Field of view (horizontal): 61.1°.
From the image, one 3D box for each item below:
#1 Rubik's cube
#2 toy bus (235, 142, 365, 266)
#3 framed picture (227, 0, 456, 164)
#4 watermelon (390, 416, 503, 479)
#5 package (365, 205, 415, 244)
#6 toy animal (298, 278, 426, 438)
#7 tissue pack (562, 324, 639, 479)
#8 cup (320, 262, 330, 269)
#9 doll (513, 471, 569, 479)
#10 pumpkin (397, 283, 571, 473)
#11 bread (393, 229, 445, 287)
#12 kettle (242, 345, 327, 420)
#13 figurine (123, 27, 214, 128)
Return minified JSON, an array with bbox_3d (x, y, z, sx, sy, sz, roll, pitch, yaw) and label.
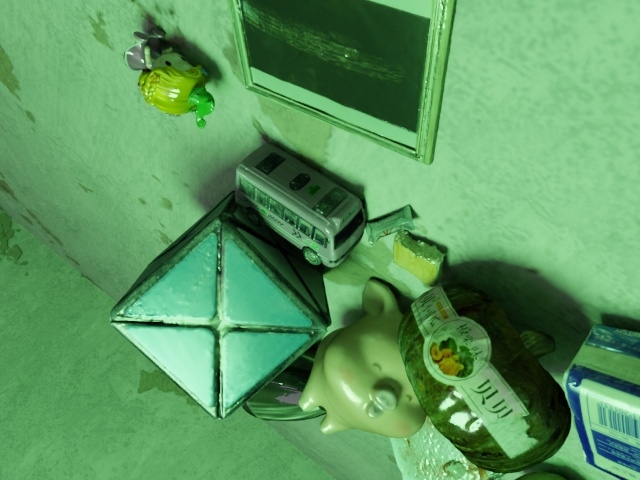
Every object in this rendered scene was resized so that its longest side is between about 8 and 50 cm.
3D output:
[{"bbox_3d":[-0.156,0.093,0.922,0.259,0.260,0.255,45,-173,-14],"label":"Rubik's cube"},{"bbox_3d":[-0.030,-0.056,0.810,0.198,0.096,0.108,34,147,18],"label":"toy bus"},{"bbox_3d":[0.005,-0.216,0.613,0.293,0.018,0.231,28,150,23],"label":"framed picture"},{"bbox_3d":[0.228,0.400,1.025,0.289,0.214,0.320,31,164,12],"label":"watermelon"},{"bbox_3d":[0.097,-0.021,0.778,0.110,0.015,0.037,-23,83,61],"label":"package"},{"bbox_3d":[0.089,0.234,0.970,0.237,0.269,0.326,43,-176,-4],"label":"toy animal"},{"bbox_3d":[0.433,0.209,0.592,0.269,0.137,0.209,11,141,48],"label":"tissue pack"},{"bbox_3d":[0.004,-0.003,0.906,0.054,0.075,0.083,-36,101,24],"label":"cup"},{"bbox_3d":[0.459,0.545,1.016,0.260,0.162,0.177,39,154,-4],"label":"doll"},{"bbox_3d":[0.227,0.174,0.726,0.260,0.189,0.260,56,-171,-14],"label":"pumpkin"},{"bbox_3d":[0.141,0.026,0.784,0.083,0.035,0.070,31,151,30],"label":"bread"},{"bbox_3d":[-0.057,0.328,1.310,0.271,0.207,0.251,-6,126,41],"label":"kettle"},{"bbox_3d":[-0.216,-0.219,0.795,0.156,0.095,0.115,38,141,12],"label":"figurine"}]
